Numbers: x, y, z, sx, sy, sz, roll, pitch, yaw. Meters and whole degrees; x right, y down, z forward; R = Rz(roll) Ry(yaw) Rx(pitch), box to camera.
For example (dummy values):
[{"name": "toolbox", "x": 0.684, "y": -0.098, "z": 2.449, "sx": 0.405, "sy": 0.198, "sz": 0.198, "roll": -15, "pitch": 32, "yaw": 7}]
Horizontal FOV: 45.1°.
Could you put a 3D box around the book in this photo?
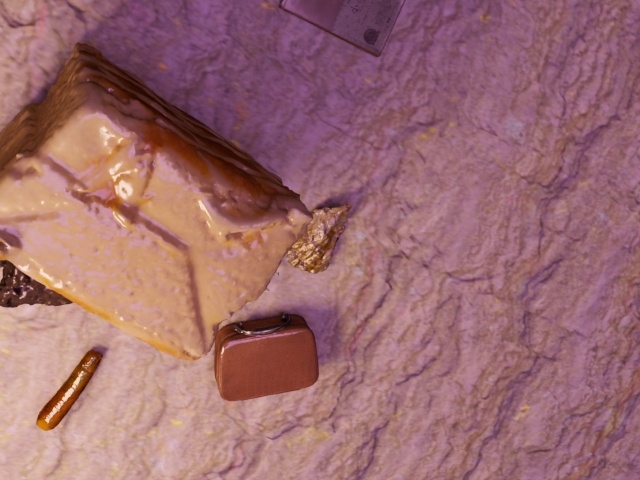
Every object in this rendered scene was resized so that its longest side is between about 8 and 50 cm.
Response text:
[{"name": "book", "x": 0.046, "y": -0.407, "z": 1.277, "sx": 0.198, "sy": 0.016, "sz": 0.139, "roll": 20, "pitch": 103, "yaw": -24}]

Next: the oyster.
[{"name": "oyster", "x": 0.000, "y": 0.000, "z": 1.418, "sx": 0.146, "sy": 0.045, "sz": 0.122, "roll": -26, "pitch": 131, "yaw": -6}]

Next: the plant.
[{"name": "plant", "x": -0.473, "y": 0.029, "z": 1.219, "sx": 0.203, "sy": 0.142, "sz": 0.131, "roll": 7, "pitch": 118, "yaw": -30}]

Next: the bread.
[{"name": "bread", "x": -0.267, "y": -0.068, "z": 1.111, "sx": 0.390, "sy": 0.371, "sz": 0.279, "roll": 33, "pitch": 97, "yaw": -25}]

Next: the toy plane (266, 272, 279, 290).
[{"name": "toy plane", "x": -0.119, "y": 0.059, "z": 1.400, "sx": 0.083, "sy": 0.033, "sz": 0.080, "roll": -17, "pitch": 116, "yaw": -4}]

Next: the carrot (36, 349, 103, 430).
[{"name": "carrot", "x": -0.446, "y": 0.265, "z": 1.371, "sx": 0.042, "sy": 0.042, "sz": 0.171, "roll": 34, "pitch": 95, "yaw": -26}]

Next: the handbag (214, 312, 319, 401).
[{"name": "handbag", "x": -0.101, "y": 0.215, "z": 1.447, "sx": 0.193, "sy": 0.072, "sz": 0.151, "roll": -5, "pitch": 112, "yaw": -15}]
